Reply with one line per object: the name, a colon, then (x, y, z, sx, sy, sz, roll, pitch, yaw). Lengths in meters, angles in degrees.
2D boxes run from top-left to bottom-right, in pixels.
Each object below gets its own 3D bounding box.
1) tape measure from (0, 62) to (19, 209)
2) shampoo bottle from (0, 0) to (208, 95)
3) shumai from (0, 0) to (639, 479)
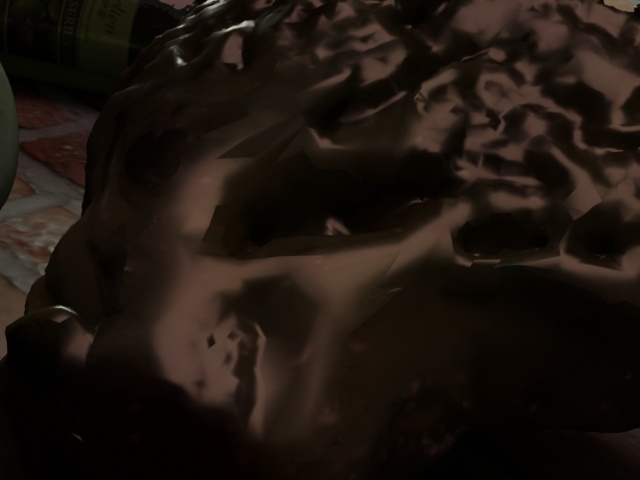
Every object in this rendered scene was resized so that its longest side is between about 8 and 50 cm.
tape measure: (-0.270, -0.065, 0.695, 0.243, 0.125, 0.246, 60, 27, 9)
shampoo bottle: (-0.142, -0.152, 1.030, 0.284, 0.101, 0.101, 13, 25, 10)
shumai: (-0.002, 0.000, 0.606, 0.346, 0.217, 0.283, 23, 29, 30)
